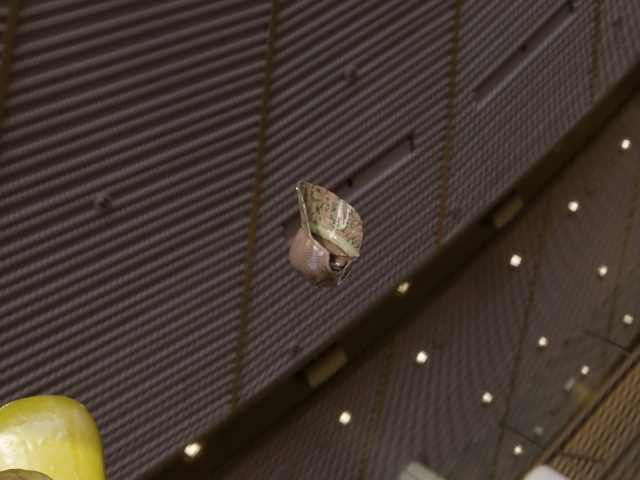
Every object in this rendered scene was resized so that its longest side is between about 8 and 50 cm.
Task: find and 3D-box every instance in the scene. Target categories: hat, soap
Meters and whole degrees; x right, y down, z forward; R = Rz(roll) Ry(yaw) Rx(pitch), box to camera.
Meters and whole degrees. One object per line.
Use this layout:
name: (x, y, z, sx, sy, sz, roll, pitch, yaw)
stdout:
hat: (-0.002, -0.001, 0.693, 0.058, 0.087, 0.042, 21, -53, -36)
soap: (-0.200, 0.193, 0.716, 0.089, 0.168, 0.033, -8, -29, -18)

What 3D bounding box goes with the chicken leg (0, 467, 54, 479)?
chicken leg: (-0.201, 0.215, 0.606, 0.070, 0.178, 0.093, -21, -70, 1)
